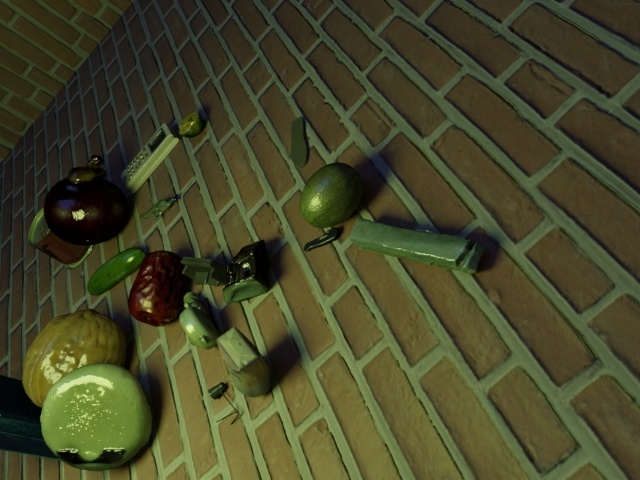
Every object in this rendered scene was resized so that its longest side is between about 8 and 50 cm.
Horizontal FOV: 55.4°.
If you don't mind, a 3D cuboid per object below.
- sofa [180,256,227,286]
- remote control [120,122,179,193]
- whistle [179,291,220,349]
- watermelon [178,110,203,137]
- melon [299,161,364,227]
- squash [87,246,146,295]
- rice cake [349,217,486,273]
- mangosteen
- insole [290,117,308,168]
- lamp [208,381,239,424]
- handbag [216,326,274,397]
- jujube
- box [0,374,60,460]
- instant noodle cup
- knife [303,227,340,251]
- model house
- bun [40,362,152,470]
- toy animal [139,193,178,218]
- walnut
[{"bbox_3d":[-0.335,0.092,1.741,0.147,0.085,0.060,4,65,44],"label":"sofa"},{"bbox_3d":[-0.647,-0.311,2.299,0.277,0.055,0.103,-47,43,11],"label":"remote control"},{"bbox_3d":[-0.336,0.214,1.651,0.067,0.126,0.258,-39,29,0],"label":"whistle"},{"bbox_3d":[-0.454,-0.405,2.171,0.105,0.062,0.105,-27,42,27],"label":"watermelon"},{"bbox_3d":[0.031,-0.115,1.484,0.192,0.139,0.139,-48,42,14],"label":"melon"},{"bbox_3d":[-0.706,0.107,2.080,0.292,0.082,0.082,-32,47,25],"label":"squash"},{"bbox_3d":[0.198,0.009,1.309,0.336,0.063,0.066,14,72,47],"label":"rice cake"},{"bbox_3d":[-0.845,-0.123,2.186,0.297,0.293,0.297,-6,43,5],"label":"mangosteen"},{"bbox_3d":[-0.063,-0.283,1.770,0.063,0.010,0.192,-27,49,28],"label":"insole"},{"bbox_3d":[-0.237,0.396,1.503,0.054,0.041,0.121,-40,40,5],"label":"lamp"},{"bbox_3d":[-0.170,0.289,1.419,0.095,0.173,0.117,-31,50,-16],"label":"handbag"},{"bbox_3d":[-0.476,0.137,1.794,0.155,0.155,0.230,-17,56,35],"label":"jujube"},{"bbox_3d":[-0.890,0.533,1.845,0.261,0.279,0.116,27,87,48],"label":"box"},{"bbox_3d":[-1.001,-0.028,2.367,0.234,0.178,0.235,-21,54,31],"label":"instant noodle cup"},{"bbox_3d":[0.000,0.000,1.533,0.121,0.018,0.031,-24,59,32],"label":"knife"},{"bbox_3d":[-0.203,0.075,1.611,0.165,0.106,0.152,-20,55,28],"label":"model house"},{"bbox_3d":[-0.594,0.469,1.664,0.293,0.293,0.187,-59,0,-2],"label":"bun"},{"bbox_3d":[-0.572,-0.098,2.107,0.217,0.041,0.075,-25,32,33],"label":"toy animal"},{"bbox_3d":[-0.732,0.356,1.825,0.277,0.252,0.313,-7,61,43],"label":"walnut"}]
